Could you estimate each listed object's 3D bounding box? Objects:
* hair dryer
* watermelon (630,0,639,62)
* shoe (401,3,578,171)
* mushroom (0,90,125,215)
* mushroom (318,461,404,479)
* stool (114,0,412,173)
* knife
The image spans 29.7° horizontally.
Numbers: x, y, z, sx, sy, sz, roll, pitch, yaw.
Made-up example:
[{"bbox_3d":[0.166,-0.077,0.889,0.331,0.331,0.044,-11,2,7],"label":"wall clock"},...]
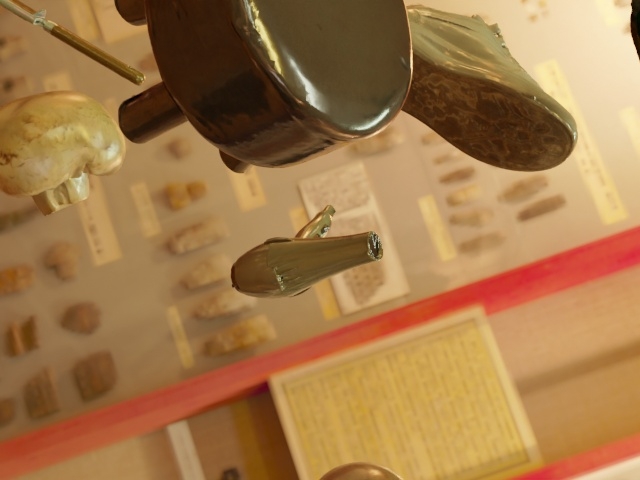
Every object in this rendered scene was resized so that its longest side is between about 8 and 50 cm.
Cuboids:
[{"bbox_3d":[0.013,0.006,1.659,0.219,0.225,0.088,-1,-63,47],"label":"hair dryer"},{"bbox_3d":[0.354,-0.161,1.099,0.232,0.127,0.204,-40,116,-68],"label":"watermelon"},{"bbox_3d":[0.191,-0.209,1.496,0.316,0.159,0.124,30,-43,13],"label":"shoe"},{"bbox_3d":[-0.255,-0.084,1.135,0.148,0.148,0.112,-116,-175,-82],"label":"mushroom"},{"bbox_3d":[0.072,0.429,1.723,0.226,0.178,0.226,-15,-108,55],"label":"mushroom"},{"bbox_3d":[-0.050,-0.137,0.704,0.228,0.139,0.153,54,42,-20],"label":"stool"},{"bbox_3d":[-0.388,-0.306,1.637,0.343,0.027,0.061,31,8,1],"label":"knife"}]
